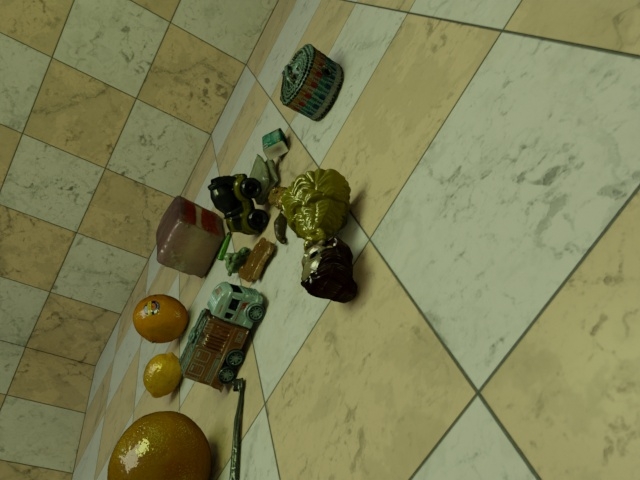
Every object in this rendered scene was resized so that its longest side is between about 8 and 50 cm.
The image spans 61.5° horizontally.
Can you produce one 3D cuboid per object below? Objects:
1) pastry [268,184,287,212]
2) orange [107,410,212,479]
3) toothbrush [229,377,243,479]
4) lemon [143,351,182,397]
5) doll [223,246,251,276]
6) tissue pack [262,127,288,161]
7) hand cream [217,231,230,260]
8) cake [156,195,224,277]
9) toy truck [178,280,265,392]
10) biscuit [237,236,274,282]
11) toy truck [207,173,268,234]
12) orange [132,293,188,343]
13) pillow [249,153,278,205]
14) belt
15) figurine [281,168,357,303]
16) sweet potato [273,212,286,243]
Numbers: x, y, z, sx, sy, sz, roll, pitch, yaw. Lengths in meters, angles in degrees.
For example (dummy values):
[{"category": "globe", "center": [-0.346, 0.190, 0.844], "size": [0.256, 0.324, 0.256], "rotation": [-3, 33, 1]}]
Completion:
[{"category": "pastry", "center": [-0.128, -0.138, 1.746], "size": [0.080, 0.056, 0.140], "rotation": [-59, 27, 6]}, {"category": "orange", "center": [-0.422, 0.595, 1.428], "size": [0.274, 0.274, 0.274], "rotation": [-46, 31, 38]}, {"category": "toothbrush", "center": [-0.220, 0.491, 1.401], "size": [0.297, 0.030, 0.030], "rotation": [-95, 11, -45]}, {"category": "lemon", "center": [-0.592, 0.506, 2.016], "size": [0.187, 0.142, 0.142], "rotation": [-68, 24, 9]}, {"category": "doll", "center": [-0.289, 0.059, 1.855], "size": [0.115, 0.077, 0.150], "rotation": [-52, 4, -30]}, {"category": "tissue pack", "center": [-0.163, -0.348, 1.990], "size": [0.085, 0.079, 0.111], "rotation": [-25, 36, 10]}, {"category": "hand cream", "center": [-0.387, 0.022, 2.170], "size": [0.036, 0.023, 0.122], "rotation": [-20, 50, 60]}, {"category": "cake", "center": [-0.564, -0.015, 2.310], "size": [0.230, 0.237, 0.309], "rotation": [-59, 26, 18]}, {"category": "toy truck", "center": [-0.296, 0.271, 1.588], "size": [0.305, 0.162, 0.136], "rotation": [-65, 24, 2]}, {"category": "biscuit", "center": [-0.210, 0.069, 1.752], "size": [0.250, 0.035, 0.162], "rotation": [-31, 35, 52]}, {"category": "toy truck", "center": [-0.288, -0.119, 1.853], "size": [0.147, 0.165, 0.224], "rotation": [14, 119, 62]}, {"category": "orange", "center": [-0.661, 0.324, 2.226], "size": [0.219, 0.219, 0.193], "rotation": [-38, 56, 47]}, {"category": "pillow", "center": [-0.210, -0.221, 1.965], "size": [0.134, 0.078, 0.181], "rotation": [-58, 31, 28]}, {"category": "belt", "center": [-0.044, -0.543, 1.807], "size": [0.207, 0.160, 0.295], "rotation": [-49, 30, 33]}, {"category": "figurine", "center": [-0.003, -0.002, 1.222], "size": [0.187, 0.168, 0.315], "rotation": [-26, 37, 17]}, {"category": "sweet potato", "center": [-0.125, -0.033, 1.668], "size": [0.153, 0.038, 0.041], "rotation": [-100, 17, -48]}]
